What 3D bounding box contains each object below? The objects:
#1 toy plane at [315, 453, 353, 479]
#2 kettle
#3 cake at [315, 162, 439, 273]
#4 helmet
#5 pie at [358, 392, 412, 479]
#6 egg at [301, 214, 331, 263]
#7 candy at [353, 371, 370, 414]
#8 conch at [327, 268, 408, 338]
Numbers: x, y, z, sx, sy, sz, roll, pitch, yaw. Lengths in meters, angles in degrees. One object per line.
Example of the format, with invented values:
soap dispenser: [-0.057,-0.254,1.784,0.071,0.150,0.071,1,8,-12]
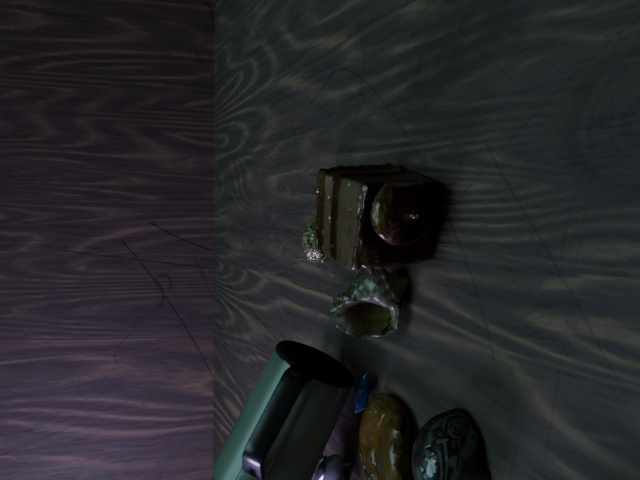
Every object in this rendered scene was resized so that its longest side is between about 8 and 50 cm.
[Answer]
toy plane: [0.020,0.645,1.821,0.251,0.101,0.255,-112,33,-45]
kettle: [-0.103,0.465,1.701,0.376,0.250,0.361,-64,-17,6]
cake: [0.127,-0.043,1.397,0.293,0.196,0.199,-151,61,-62]
helmet: [0.221,0.404,1.256,0.153,0.107,0.177,119,145,-58]
pie: [0.146,0.478,1.519,0.273,0.069,0.273,180,90,-75]
egg: [0.000,0.000,1.842,0.118,0.116,0.140,46,141,22]
candy: [0.099,0.376,1.678,0.136,0.038,0.088,110,165,-69]
conch: [0.108,0.140,1.508,0.130,0.207,0.155,38,-151,-57]
